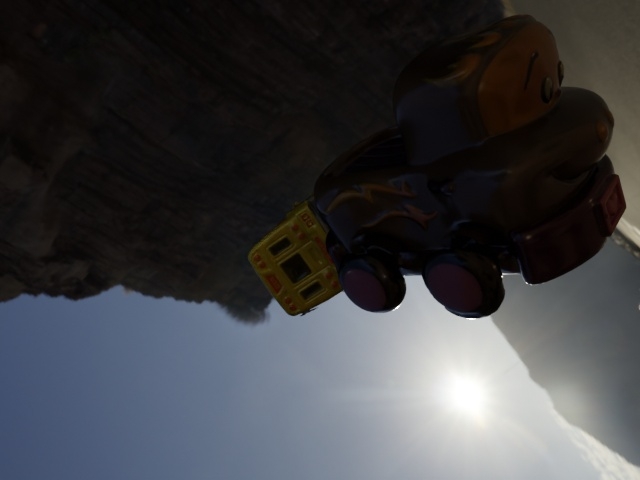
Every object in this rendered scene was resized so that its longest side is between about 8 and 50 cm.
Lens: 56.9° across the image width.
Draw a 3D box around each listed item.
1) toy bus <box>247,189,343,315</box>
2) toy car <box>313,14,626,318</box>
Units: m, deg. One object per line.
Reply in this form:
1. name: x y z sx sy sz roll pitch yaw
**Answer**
1. toy bus: 0.000 0.000 0.932 0.144 0.152 0.330 55 -168 -5
2. toy car: 0.132 -0.083 0.635 0.271 0.341 0.240 -42 -66 -41
